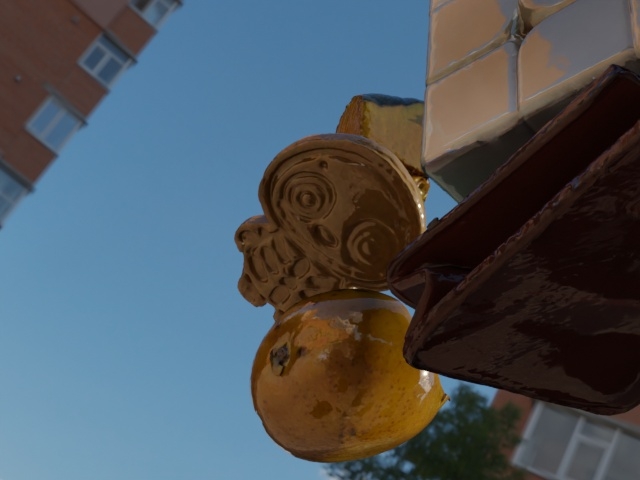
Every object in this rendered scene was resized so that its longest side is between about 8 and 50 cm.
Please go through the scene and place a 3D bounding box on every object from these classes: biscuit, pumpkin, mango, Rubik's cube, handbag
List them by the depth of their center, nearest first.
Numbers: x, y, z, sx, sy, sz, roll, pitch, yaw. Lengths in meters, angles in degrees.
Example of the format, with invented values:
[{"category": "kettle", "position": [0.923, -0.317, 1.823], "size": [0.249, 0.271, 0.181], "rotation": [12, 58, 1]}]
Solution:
[{"category": "handbag", "position": [0.218, 0.018, 0.759], "size": [0.260, 0.084, 0.275], "rotation": [17, -45, -28]}, {"category": "Rubik's cube", "position": [0.284, -0.138, 0.896], "size": [0.291, 0.292, 0.290], "rotation": [-27, -51, 33]}, {"category": "mango", "position": [0.028, 0.152, 1.094], "size": [0.290, 0.191, 0.160], "rotation": [56, 11, -66]}, {"category": "biscuit", "position": [0.000, 0.000, 1.196], "size": [0.202, 0.044, 0.289], "rotation": [41, -53, -4]}, {"category": "pumpkin", "position": [0.101, -0.091, 1.438], "size": [0.139, 0.280, 0.190], "rotation": [12, -68, -15]}]
